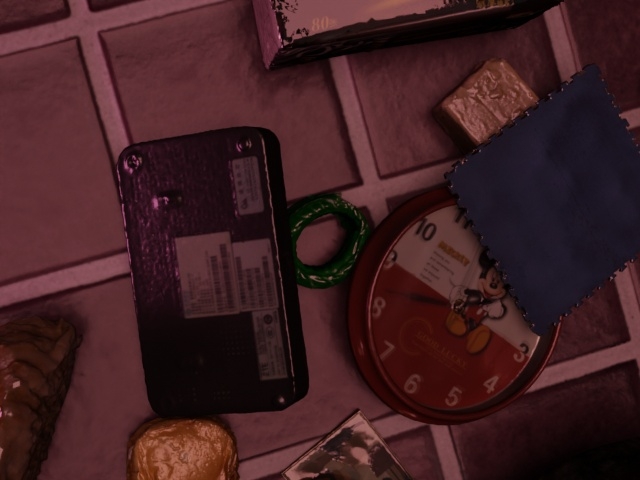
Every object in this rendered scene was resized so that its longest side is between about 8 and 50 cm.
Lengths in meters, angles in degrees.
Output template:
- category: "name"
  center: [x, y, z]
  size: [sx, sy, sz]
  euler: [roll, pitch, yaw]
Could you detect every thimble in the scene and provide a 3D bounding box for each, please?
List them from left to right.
- category: "thimble"
  center: [0.000, 0.000, 1.348]
  size: [0.118, 0.090, 0.130]
  euler: [27, 87, -10]

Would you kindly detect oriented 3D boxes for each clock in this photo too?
- category: "clock"
  center: [0.178, 0.086, 1.368]
  size: [0.318, 0.080, 0.319]
  euler: [-2, 95, -21]

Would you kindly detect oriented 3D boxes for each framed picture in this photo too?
- category: "framed picture"
  center: [0.060, 0.346, 1.397]
  size: [0.136, 0.010, 0.201]
  euler: [-38, 95, -6]

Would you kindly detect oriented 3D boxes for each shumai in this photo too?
- category: "shumai"
  center: [-0.443, 0.211, 1.185]
  size: [0.262, 0.267, 0.314]
  euler: [15, 47, -6]

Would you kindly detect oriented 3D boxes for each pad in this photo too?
- category: "pad"
  center: [0.320, -0.052, 1.357]
  size: [0.269, 0.012, 0.270]
  euler: [-35, 107, -13]

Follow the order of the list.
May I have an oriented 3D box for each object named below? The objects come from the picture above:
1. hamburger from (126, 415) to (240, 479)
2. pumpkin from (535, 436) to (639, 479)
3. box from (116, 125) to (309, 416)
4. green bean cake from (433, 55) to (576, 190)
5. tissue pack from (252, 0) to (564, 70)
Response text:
- category: "hamburger"
  center: [-0.176, 0.292, 1.327]
  size: [0.147, 0.083, 0.138]
  euler: [-5, 87, -10]
- category: "pumpkin"
  center: [0.415, 0.454, 1.284]
  size: [0.454, 0.344, 0.454]
  euler: [0, 112, 0]
- category: "box"
  center: [-0.135, 0.041, 1.302]
  size: [0.211, 0.058, 0.350]
  euler: [-8, 92, 19]
- category: "green bean cake"
  center: [0.245, -0.146, 1.387]
  size: [0.109, 0.085, 0.179]
  euler: [-41, 95, -7]
- category: "tissue pack"
  center: [0.086, -0.348, 1.306]
  size: [0.370, 0.198, 0.210]
  euler: [-12, 96, -8]
